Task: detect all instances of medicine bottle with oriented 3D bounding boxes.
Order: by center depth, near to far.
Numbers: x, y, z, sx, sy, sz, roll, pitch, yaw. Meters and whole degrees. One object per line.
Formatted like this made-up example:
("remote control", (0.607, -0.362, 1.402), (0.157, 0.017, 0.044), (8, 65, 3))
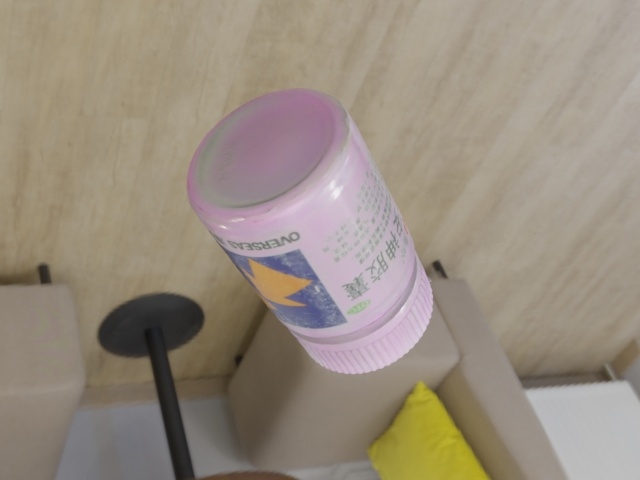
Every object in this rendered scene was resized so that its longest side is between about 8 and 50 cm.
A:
("medicine bottle", (0.000, 0.000, 0.899), (0.178, 0.178, 0.291), (-26, 135, 5))
